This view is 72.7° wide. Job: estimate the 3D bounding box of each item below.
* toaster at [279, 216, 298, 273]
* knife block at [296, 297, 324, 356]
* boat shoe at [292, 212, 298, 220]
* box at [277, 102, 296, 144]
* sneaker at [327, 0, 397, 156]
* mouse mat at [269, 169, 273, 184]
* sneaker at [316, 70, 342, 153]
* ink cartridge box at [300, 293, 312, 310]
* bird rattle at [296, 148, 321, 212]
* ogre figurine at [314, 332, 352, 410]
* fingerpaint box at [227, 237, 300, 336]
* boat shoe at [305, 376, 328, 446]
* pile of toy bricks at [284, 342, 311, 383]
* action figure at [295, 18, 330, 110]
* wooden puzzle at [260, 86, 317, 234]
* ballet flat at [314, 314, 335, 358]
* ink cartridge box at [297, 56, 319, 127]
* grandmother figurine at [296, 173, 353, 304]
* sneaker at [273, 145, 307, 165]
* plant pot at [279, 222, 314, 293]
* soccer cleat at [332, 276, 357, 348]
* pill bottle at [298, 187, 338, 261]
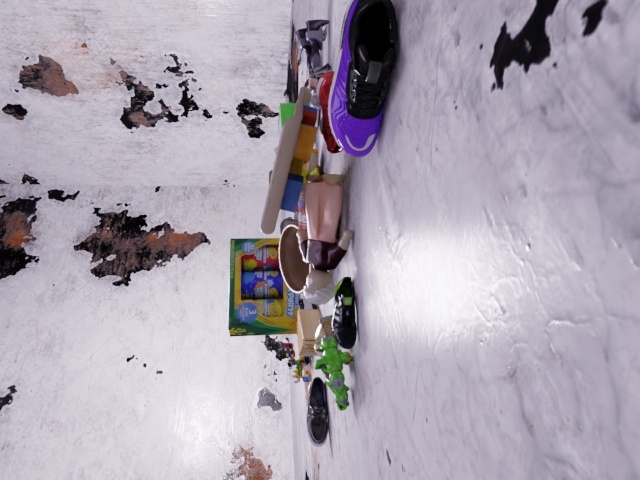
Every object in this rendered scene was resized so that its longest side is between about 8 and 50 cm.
[{"bbox_3d":[-0.077,0.026,1.627,0.129,0.146,0.227,-73,-15,-79],"label":"toaster"},{"bbox_3d":[-0.042,0.307,1.650,0.276,0.088,0.242,105,162,-63],"label":"knife block"},{"bbox_3d":[-0.083,-0.039,1.934,0.076,0.083,0.227,115,153,-68],"label":"boat shoe"},{"bbox_3d":[-0.149,-0.530,2.236,0.231,0.126,0.262,106,161,-57],"label":"box"},{"bbox_3d":[0.078,-0.290,0.780,0.146,0.102,0.294,-113,24,-67],"label":"sneaker"},{"bbox_3d":[-0.133,-0.230,1.915,0.007,0.189,0.153,-86,-1,-74],"label":"mouse mat"},{"bbox_3d":[0.044,-0.323,1.149,0.221,0.086,0.128,81,175,-58],"label":"sneaker"},{"bbox_3d":[-0.061,0.235,1.899,0.122,0.052,0.089,-100,12,-53],"label":"ink cartridge box"},{"bbox_3d":[-0.030,-0.218,1.610,0.253,0.143,0.207,76,-159,-69],"label":"bird rattle"},{"bbox_3d":[0.034,0.329,1.132,0.118,0.096,0.197,82,-167,-56],"label":"ogre figurine"},{"bbox_3d":[-0.246,0.213,2.069,0.163,0.370,0.445,104,164,-60],"label":"fingerpaint box"},{"bbox_3d":[-0.008,0.586,1.508,0.076,0.080,0.229,98,176,-52],"label":"boat shoe"},{"bbox_3d":[-0.082,0.535,1.968,0.105,0.118,0.212,-50,-49,-58],"label":"pile of toy bricks"},{"bbox_3d":[-0.018,-0.582,1.468,0.185,0.099,0.285,-171,77,-74],"label":"action figure"},{"bbox_3d":[-0.070,-0.222,1.190,0.348,0.080,0.322,-82,8,-59],"label":"wooden puzzle"},{"bbox_3d":[0.014,0.314,1.345,0.073,0.067,0.206,-107,18,-62],"label":"ballet flat"},{"bbox_3d":[-0.051,-0.586,1.758,0.296,0.066,0.261,-120,34,-73],"label":"ink cartridge box"},{"bbox_3d":[0.000,0.000,1.158,0.207,0.104,0.343,7,96,60],"label":"grandmother figurine"},{"bbox_3d":[-0.060,-0.359,1.781,0.226,0.163,0.086,42,167,19],"label":"sneaker"},{"bbox_3d":[-0.045,0.057,1.479,0.237,0.109,0.238,14,106,59],"label":"plant pot"},{"bbox_3d":[0.060,0.174,1.067,0.072,0.060,0.179,106,164,-58],"label":"soccer cleat"},{"bbox_3d":[-0.006,-0.045,1.290,0.121,0.121,0.216,-131,41,-77],"label":"pill bottle"}]
